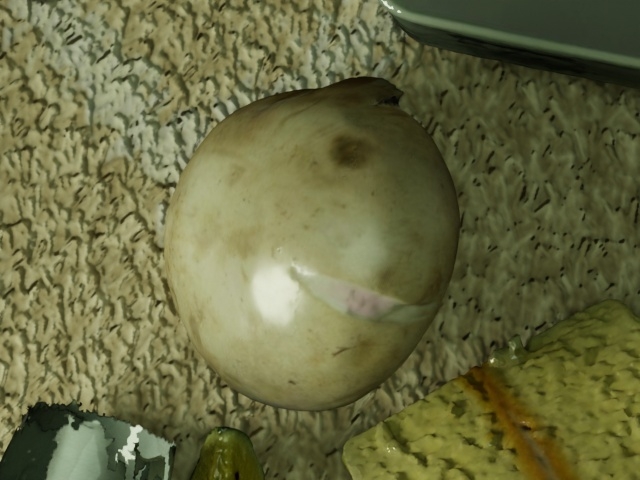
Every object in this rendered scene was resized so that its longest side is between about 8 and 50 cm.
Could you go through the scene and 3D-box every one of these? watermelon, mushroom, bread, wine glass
[{"bbox_3d":[-0.069,0.236,1.369,0.075,0.092,0.181,12,79,-18],"label":"watermelon"},{"bbox_3d":[0.000,0.000,1.323,0.184,0.255,0.255,24,86,-38],"label":"mushroom"},{"bbox_3d":[0.178,0.198,1.371,0.263,0.236,0.198,-28,134,-4],"label":"bread"},{"bbox_3d":[-0.206,0.280,1.333,0.143,0.143,0.321,16,85,-4],"label":"wine glass"}]

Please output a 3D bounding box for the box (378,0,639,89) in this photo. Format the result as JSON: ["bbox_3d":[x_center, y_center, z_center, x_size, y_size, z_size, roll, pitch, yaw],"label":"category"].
[{"bbox_3d":[0.262,-0.314,1.357,0.396,0.111,0.397,12,87,11],"label":"box"}]
